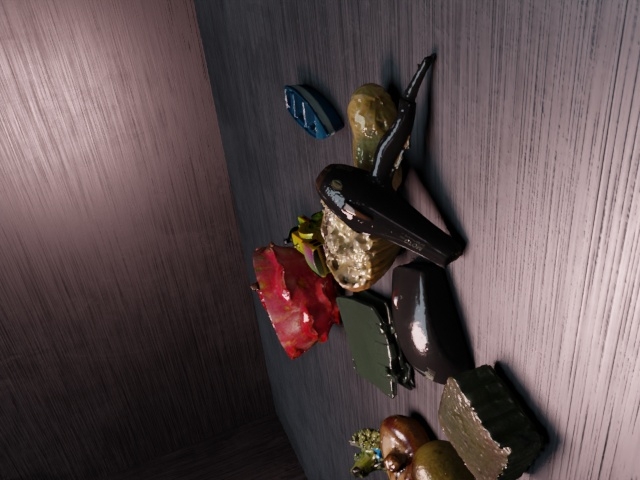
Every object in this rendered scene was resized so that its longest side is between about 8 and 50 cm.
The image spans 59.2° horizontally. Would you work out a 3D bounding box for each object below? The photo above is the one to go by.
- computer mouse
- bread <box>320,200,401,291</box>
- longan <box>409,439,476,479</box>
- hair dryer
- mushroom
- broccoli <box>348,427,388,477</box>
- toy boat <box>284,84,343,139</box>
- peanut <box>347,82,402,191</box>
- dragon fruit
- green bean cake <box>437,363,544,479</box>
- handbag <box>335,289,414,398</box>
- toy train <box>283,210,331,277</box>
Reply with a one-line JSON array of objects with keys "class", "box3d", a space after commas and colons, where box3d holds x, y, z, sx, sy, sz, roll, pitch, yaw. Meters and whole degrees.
[{"class": "computer mouse", "box3d": [0.209, 0.178, 1.160, 0.170, 0.100, 0.269, 161, 93, -71]}, {"class": "bread", "box3d": [0.089, -0.023, 1.270, 0.274, 0.149, 0.274, 170, 90, -74]}, {"class": "longan", "box3d": [0.255, 0.514, 1.212, 0.145, 0.176, 0.155, 74, -173, -63]}, {"class": "hair dryer", "box3d": [0.156, -0.144, 0.998, 0.303, 0.120, 0.359, 33, 124, 23]}, {"class": "mushroom", "box3d": [0.230, 0.555, 1.423, 0.194, 0.138, 0.231, 74, -179, -55]}, {"class": "broccoli", "box3d": [0.158, 0.639, 1.657, 0.167, 0.160, 0.154, 52, 142, 7]}, {"class": "toy boat", "box3d": [-0.019, -0.333, 1.464, 0.299, 0.061, 0.096, -126, 26, -50]}, {"class": "peanut", "box3d": [0.111, -0.197, 1.124, 0.103, 0.098, 0.229, -93, -6, -61]}, {"class": "dragon fruit", "box3d": [-0.065, 0.167, 1.793, 0.371, 0.249, 0.386, 73, 178, -68]}, {"class": "green bean cake", "box3d": [0.302, 0.335, 1.016, 0.173, 0.094, 0.181, 90, 156, -46]}, {"class": "handbag", "box3d": [0.141, 0.262, 1.493, 0.260, 0.079, 0.247, -170, 64, -71]}, {"class": "toy train", "box3d": [0.000, 0.000, 1.560, 0.296, 0.160, 0.100, 36, 146, 64]}]
